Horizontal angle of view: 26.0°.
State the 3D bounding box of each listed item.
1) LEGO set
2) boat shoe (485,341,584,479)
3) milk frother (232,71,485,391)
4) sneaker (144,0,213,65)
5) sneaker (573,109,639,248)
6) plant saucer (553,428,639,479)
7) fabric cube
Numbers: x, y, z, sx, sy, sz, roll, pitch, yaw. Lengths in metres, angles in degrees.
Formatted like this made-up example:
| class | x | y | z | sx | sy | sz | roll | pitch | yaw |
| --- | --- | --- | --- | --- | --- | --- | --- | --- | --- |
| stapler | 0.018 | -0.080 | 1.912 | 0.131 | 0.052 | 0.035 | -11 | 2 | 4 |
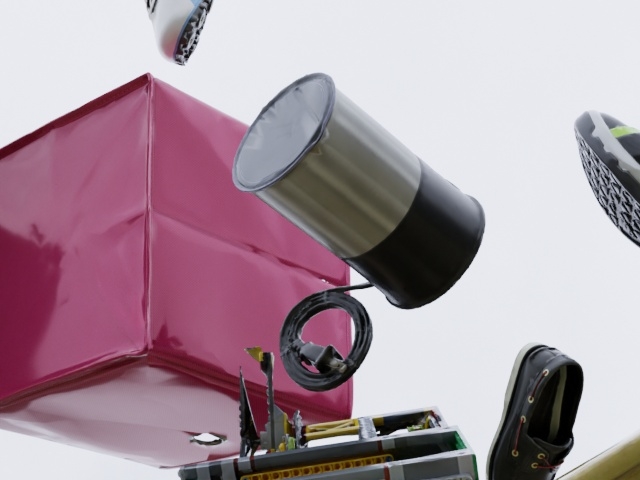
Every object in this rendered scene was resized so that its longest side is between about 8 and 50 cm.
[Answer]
| class | x | y | z | sx | sy | sz | roll | pitch | yaw |
| --- | --- | --- | --- | --- | --- | --- | --- | --- | --- |
| LEGO set | -0.002 | 0.215 | 0.821 | 0.192 | 0.331 | 0.255 | -8 | -80 | 0 |
| boat shoe | 0.146 | 0.138 | 0.944 | 0.048 | 0.042 | 0.133 | 4 | -79 | -32 |
| milk frother | 0.000 | 0.000 | 0.828 | 0.134 | 0.143 | 0.129 | 37 | -26 | -28 |
| sneaker | -0.148 | -0.245 | 1.343 | 0.086 | 0.237 | 0.085 | 16 | -56 | -16 |
| sneaker | 0.285 | -0.029 | 1.033 | 0.097 | 0.235 | 0.084 | -33 | -38 | -8 |
| plant saucer | 0.128 | 0.229 | 0.562 | 0.332 | 0.081 | 0.333 | -24 | -74 | -26 |
| fabric cube | -0.147 | 0.045 | 1.254 | 0.254 | 0.259 | 0.258 | -19 | -29 | 35 |
